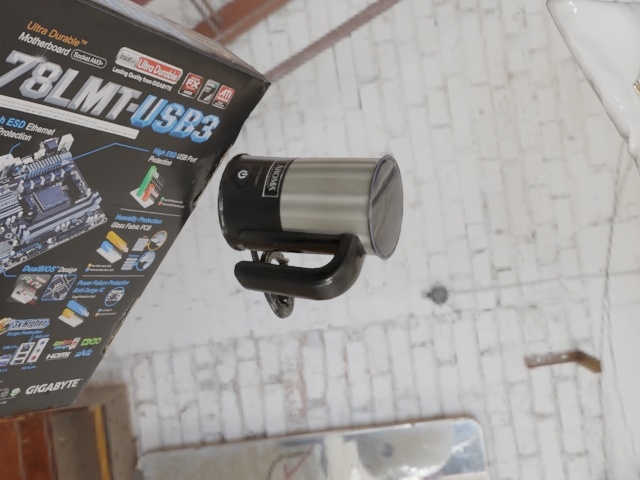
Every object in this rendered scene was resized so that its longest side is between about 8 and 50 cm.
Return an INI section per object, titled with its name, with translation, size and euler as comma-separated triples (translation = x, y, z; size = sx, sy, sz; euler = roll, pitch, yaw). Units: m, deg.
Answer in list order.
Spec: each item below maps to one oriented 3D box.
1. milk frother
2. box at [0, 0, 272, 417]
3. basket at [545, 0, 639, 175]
[milk frother]
translation = 0.000, 0.000, 0.713
size = 0.143, 0.134, 0.129
euler = 37, 59, -63
[box]
translation = -0.196, -0.016, 0.494
size = 0.293, 0.073, 0.295
euler = -58, 156, 13
[basket]
translation = 0.461, -0.195, 0.804
size = 0.266, 0.331, 0.328
euler = -16, 75, -51
